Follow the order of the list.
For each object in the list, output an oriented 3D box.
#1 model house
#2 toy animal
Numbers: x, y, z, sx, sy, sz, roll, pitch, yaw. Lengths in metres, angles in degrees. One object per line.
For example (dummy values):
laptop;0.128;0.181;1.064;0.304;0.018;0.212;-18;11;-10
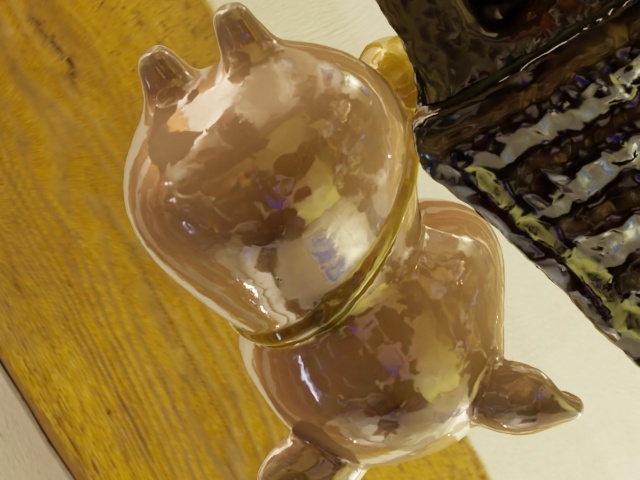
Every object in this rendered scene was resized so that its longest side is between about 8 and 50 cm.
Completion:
model house;0.095;-0.060;0.333;0.165;0.106;0.152;-32;-103;21
toy animal;0.002;-0.001;0.684;0.165;0.149;0.248;-22;-69;27
